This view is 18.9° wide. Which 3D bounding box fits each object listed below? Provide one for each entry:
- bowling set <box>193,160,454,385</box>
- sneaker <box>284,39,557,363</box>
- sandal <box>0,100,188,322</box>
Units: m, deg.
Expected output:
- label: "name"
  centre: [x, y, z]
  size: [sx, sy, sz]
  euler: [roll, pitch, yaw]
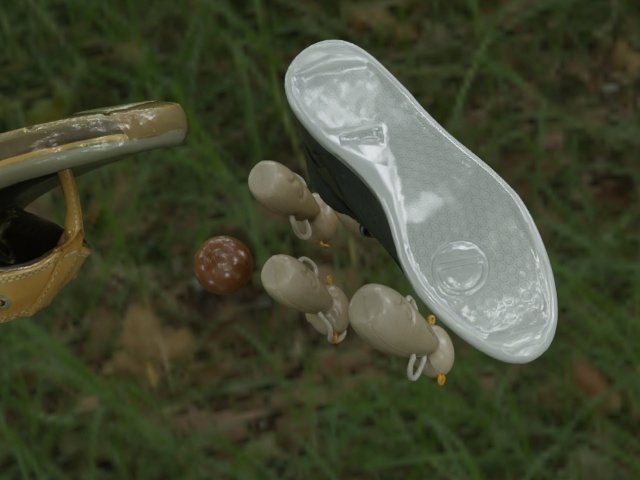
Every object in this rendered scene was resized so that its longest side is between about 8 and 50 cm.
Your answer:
- label: "bowling set"
  centre: [0.000, 0.000, 1.737]
  size: [0.200, 0.154, 0.287]
  euler: [-14, 65, 24]
- label: "sneaker"
  centre: [0.084, -0.018, 1.502]
  size: [0.104, 0.147, 0.296]
  euler: [-37, 74, -6]
- label: "sandal"
  centre: [-0.103, 0.005, 0.558]
  size: [0.180, 0.049, 0.072]
  euler: [-27, -2, 31]
